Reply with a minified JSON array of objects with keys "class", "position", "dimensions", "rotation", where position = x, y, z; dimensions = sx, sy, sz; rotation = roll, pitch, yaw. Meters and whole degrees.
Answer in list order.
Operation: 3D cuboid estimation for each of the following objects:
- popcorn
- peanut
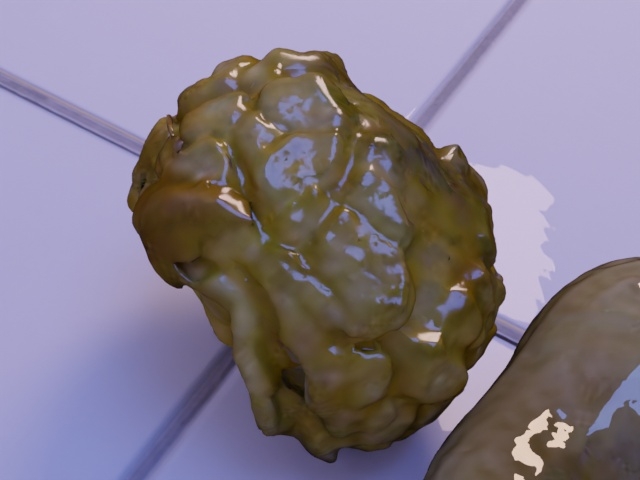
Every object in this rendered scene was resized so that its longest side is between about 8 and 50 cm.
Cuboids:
[{"class":"popcorn","position":[0.000,0.000,0.845],"dimensions":[0.250,0.190,0.250],"rotation":[40,31,-31]},{"class":"peanut","position":[0.156,0.115,0.806],"dimensions":[0.147,0.147,0.319],"rotation":[31,45,18]}]
